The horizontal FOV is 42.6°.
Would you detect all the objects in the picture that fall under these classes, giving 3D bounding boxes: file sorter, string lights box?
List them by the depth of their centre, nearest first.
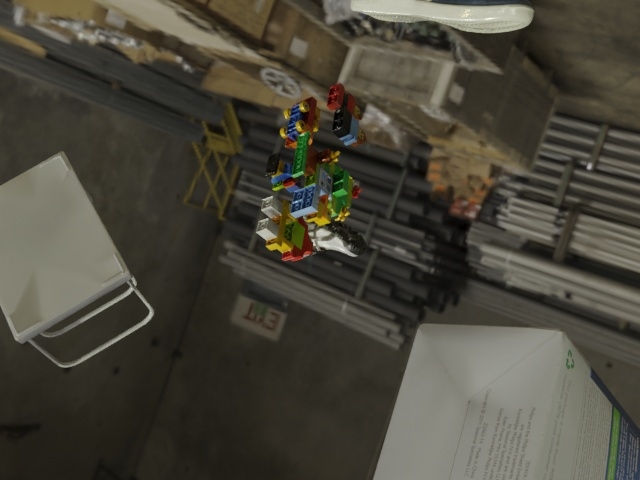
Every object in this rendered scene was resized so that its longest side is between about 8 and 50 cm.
[{"bbox_3d":[0.125,0.161,0.418,0.077,0.133,0.259,-2,146,39],"label":"string lights box"},{"bbox_3d":[-0.428,0.037,1.360,0.277,0.193,0.173,55,171,28],"label":"file sorter"}]

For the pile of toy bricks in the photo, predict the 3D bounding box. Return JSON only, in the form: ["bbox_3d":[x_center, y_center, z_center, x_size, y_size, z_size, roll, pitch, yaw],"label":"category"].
[{"bbox_3d":[0.008,-0.074,0.970,0.118,0.212,0.105,-17,138,34],"label":"pile of toy bricks"}]

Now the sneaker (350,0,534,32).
[{"bbox_3d":[0.204,-0.443,1.392,0.350,0.148,0.131,19,-168,34],"label":"sneaker"}]

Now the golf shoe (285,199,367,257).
[{"bbox_3d":[0.000,0.000,1.501,0.198,0.094,0.077,30,-166,39],"label":"golf shoe"}]
